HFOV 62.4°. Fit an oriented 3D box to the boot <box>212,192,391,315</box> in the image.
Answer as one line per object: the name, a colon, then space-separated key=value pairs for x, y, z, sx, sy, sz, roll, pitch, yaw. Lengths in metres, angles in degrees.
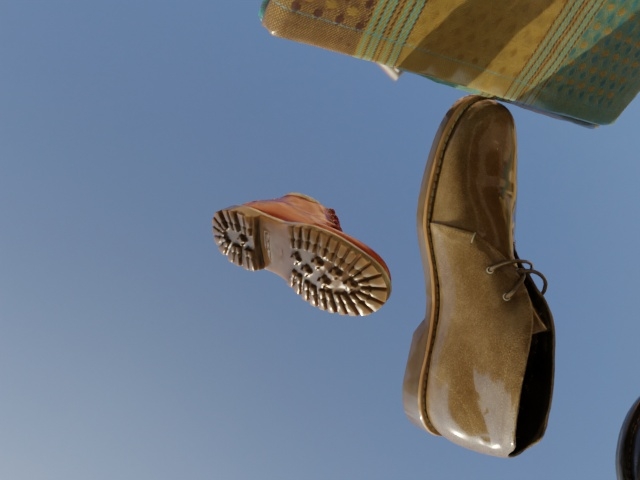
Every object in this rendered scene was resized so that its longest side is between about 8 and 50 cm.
boot: x=0.000 y=0.000 z=0.399 sx=0.084 sy=0.158 sz=0.059 roll=-23 pitch=-53 yaw=-43

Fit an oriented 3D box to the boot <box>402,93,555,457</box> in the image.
boot: x=0.150 y=0.026 z=0.446 sx=0.112 sy=0.115 sz=0.305 roll=3 pitch=-89 yaw=-31

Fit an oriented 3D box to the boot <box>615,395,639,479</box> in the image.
boot: x=0.331 y=0.094 z=0.354 sx=0.263 sy=0.229 sz=0.091 roll=-43 pitch=-110 yaw=-13

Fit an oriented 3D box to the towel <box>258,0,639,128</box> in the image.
towel: x=0.168 y=-0.215 z=0.340 sx=0.370 sy=0.271 sz=0.040 roll=2 pitch=-137 yaw=-33
